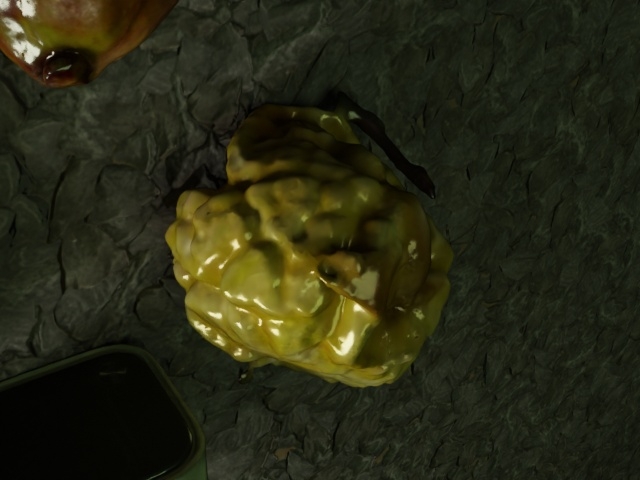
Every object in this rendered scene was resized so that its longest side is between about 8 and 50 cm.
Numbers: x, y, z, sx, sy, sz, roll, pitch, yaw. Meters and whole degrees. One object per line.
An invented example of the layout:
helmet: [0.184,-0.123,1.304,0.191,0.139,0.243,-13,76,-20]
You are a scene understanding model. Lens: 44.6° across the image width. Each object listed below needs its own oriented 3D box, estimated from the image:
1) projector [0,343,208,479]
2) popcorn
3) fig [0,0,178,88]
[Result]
projector: [-0.279,0.313,0.952,0.249,0.248,0.249,-19,129,-28]
popcorn: [0.000,0.000,0.950,0.349,0.349,0.381,36,69,-47]
fig: [-0.201,-0.267,0.643,0.224,0.224,0.263,18,114,-44]
